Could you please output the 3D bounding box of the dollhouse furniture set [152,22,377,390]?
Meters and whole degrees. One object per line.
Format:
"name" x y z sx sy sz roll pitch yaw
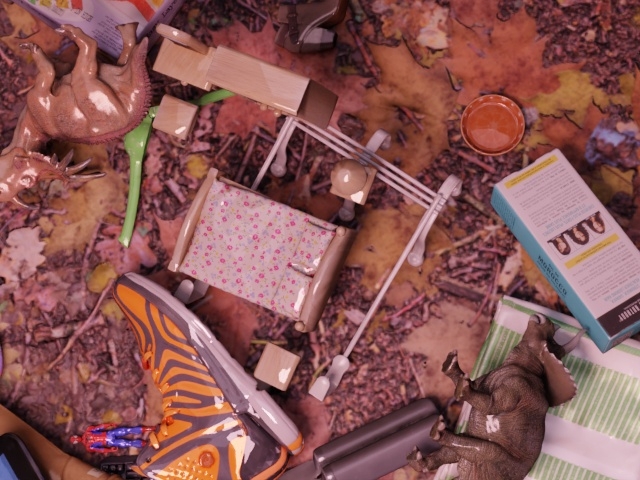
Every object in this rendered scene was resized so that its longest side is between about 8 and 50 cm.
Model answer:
"dollhouse furniture set" -0.123 -0.041 1.509 0.303 0.174 0.355 23 93 14

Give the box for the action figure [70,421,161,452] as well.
"action figure" -0.261 0.250 1.618 0.115 0.030 0.038 -5 81 6

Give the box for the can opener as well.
"can opener" 0.030 0.295 1.568 0.283 0.076 0.095 -25 120 -4

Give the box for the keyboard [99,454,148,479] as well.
"keyboard" -0.189 0.321 1.597 0.180 0.023 0.108 -4 77 5

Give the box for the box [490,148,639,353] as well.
"box" 0.322 0.011 1.582 0.101 0.060 0.244 -30 69 -10

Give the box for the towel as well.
"towel" 0.281 0.253 1.562 0.248 0.038 0.324 19 79 8

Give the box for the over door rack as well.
"over door rack" 0.000 0.000 1.621 0.239 0.108 0.324 33 95 13

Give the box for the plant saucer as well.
"plant saucer" 0.225 -0.150 1.673 0.084 0.013 0.083 -1 78 5

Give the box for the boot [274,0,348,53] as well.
"boot" -0.013 -0.306 1.720 0.087 0.042 0.118 12 71 16

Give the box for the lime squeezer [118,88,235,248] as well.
"lime squeezer" -0.188 -0.140 1.687 0.110 0.059 0.310 42 83 13

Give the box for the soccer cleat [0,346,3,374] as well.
"soccer cleat" -0.491 0.079 1.643 0.083 0.095 0.248 -30 76 -2

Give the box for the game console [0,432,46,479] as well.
"game console" -0.413 0.413 1.462 0.173 0.250 0.293 40 115 -8

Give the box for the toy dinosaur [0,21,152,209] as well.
"toy dinosaur" -0.298 -0.163 1.630 0.296 0.127 0.200 -16 87 28

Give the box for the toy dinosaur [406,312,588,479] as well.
"toy dinosaur" 0.203 0.227 1.490 0.160 0.121 0.313 21 89 -12

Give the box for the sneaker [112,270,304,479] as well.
"sneaker" -0.185 0.193 1.563 0.180 0.124 0.321 -42 73 -11

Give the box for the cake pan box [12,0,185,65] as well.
"cake pan box" -0.299 -0.395 1.752 0.267 0.070 0.245 34 80 12

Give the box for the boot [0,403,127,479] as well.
"boot" -0.386 0.336 1.584 0.270 0.089 0.236 24 88 17
